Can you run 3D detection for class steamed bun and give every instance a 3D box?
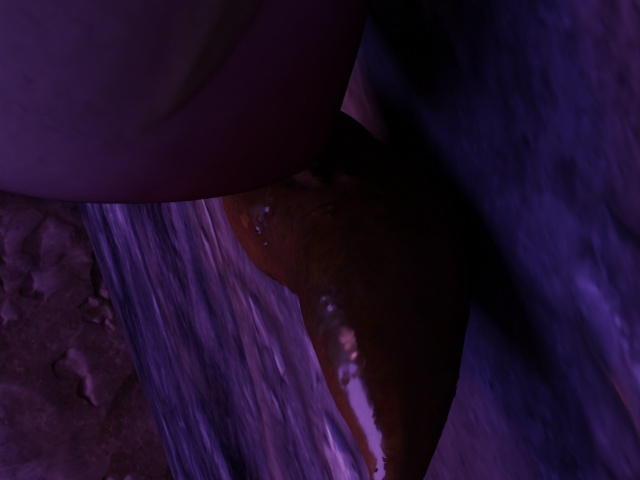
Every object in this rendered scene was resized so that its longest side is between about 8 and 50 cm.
[{"bbox_3d":[-0.092,-0.142,0.679,0.309,0.309,0.309,164,90,-77],"label":"steamed bun"}]

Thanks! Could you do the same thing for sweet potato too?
[{"bbox_3d":[0.010,-0.009,0.768,0.095,0.106,0.354,29,-162,-32],"label":"sweet potato"}]
